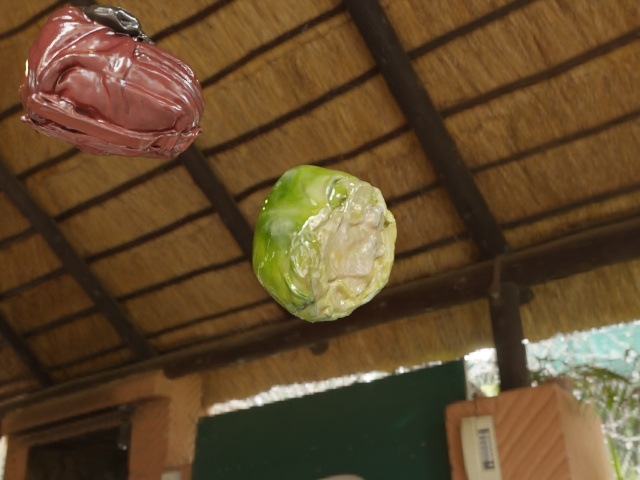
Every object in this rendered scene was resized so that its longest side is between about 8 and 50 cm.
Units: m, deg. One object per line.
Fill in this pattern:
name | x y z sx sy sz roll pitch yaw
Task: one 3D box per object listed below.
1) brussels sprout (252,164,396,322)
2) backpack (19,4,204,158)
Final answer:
brussels sprout | -0.005 0.001 0.775 0.122 0.151 0.149 26 -16 41
backpack | -0.245 -0.169 0.901 0.229 0.138 0.229 4 -25 2
